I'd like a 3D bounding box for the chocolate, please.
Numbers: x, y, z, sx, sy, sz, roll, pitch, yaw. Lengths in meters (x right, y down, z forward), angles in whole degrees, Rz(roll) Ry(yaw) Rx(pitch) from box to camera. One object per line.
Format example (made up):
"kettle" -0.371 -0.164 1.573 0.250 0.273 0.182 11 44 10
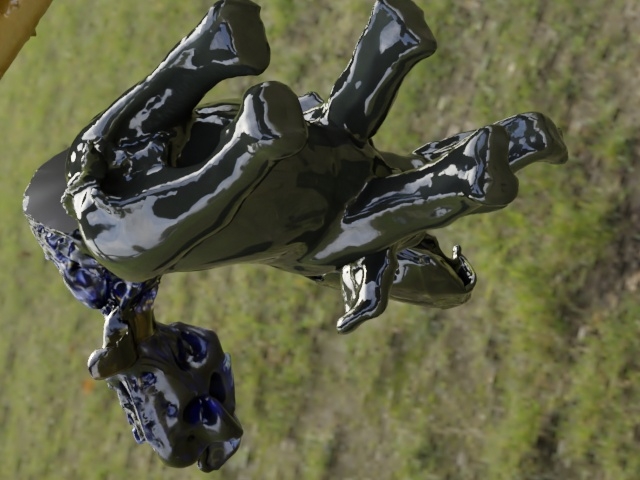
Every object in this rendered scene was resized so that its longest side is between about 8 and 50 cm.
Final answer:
"chocolate" -0.155 0.081 1.273 0.126 0.343 0.148 3 39 27

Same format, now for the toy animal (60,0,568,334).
"toy animal" 0.000 -0.037 0.629 0.146 0.245 0.115 -41 48 44

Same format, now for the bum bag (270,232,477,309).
"bum bag" 0.000 0.000 1.052 0.107 0.232 0.060 74 -148 -71

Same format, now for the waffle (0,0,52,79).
"waffle" -0.287 -0.157 0.851 0.055 0.248 0.221 20 77 51
